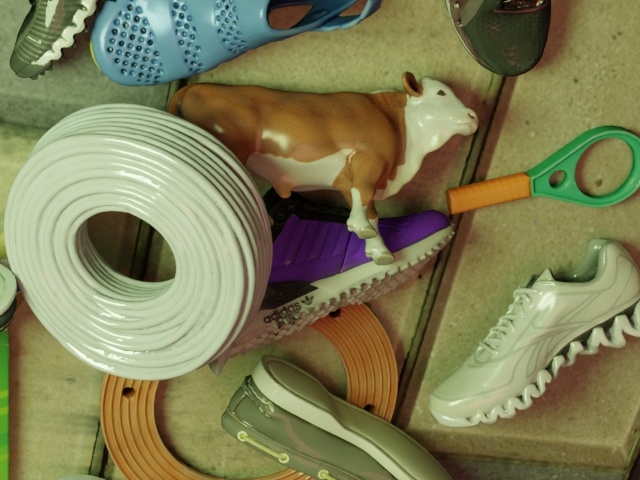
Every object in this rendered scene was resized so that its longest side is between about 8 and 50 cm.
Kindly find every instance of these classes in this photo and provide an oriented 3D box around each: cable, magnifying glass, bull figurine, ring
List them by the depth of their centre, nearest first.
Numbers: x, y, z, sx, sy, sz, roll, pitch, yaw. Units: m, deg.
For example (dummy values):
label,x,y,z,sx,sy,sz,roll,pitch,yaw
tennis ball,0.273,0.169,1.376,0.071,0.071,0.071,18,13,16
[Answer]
label,x,y,z,sx,sy,sz,roll,pitch,yaw
cable,-0.171,0.005,1.213,0.257,0.089,0.257,30,122,1
bull figurine,0.003,-0.082,1.303,0.310,0.188,0.101,2,154,-7
magnifying glass,0.250,-0.066,1.440,0.231,0.026,0.092,-12,118,-7
ring,-0.078,0.173,1.474,0.336,0.032,0.336,-6,118,-11

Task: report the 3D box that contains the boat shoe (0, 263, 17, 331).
label,x,y,z,sx,sy,sz,roll,pitch,yaw
boat shoe,-0.419,0.071,1.263,0.302,0.114,0.091,3,129,19

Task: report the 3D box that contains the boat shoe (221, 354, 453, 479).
label,x,y,z,sx,sy,sz,roll,pitch,yaw
boat shoe,0.030,0.239,1.457,0.305,0.109,0.091,35,104,-20

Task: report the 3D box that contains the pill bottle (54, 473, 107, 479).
label,x,y,z,sx,sy,sz,roll,pitch,yaw
pill bottle,-0.287,0.389,1.467,0.136,0.136,0.246,13,112,-19

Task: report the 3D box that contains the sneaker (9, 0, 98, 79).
label,x,y,z,sx,sy,sz,roll,pitch,yaw
sneaker,-0.236,-0.261,1.198,0.106,0.078,0.234,30,102,-22

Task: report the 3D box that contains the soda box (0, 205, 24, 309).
label,x,y,z,sx,sy,sz,roll,pitch,yaw
soda box,-0.298,0.002,1.316,0.058,0.061,0.181,31,105,-24

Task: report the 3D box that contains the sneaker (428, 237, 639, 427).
label,x,y,z,sx,sy,sz,roll,pitch,yaw
sneaker,0.238,0.103,1.484,0.292,0.110,0.118,-32,111,-6

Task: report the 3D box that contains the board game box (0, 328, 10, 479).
label,x,y,z,sx,sy,sz,roll,pitch,yaw
board game box,-0.394,0.197,1.404,0.124,0.039,0.259,0,118,-14

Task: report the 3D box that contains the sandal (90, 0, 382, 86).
label,x,y,z,sx,sy,sz,roll,pitch,yaw
sandal,-0.064,-0.227,1.221,0.317,0.138,0.126,-24,121,0

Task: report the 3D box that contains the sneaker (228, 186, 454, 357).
label,x,y,z,sx,sy,sz,roll,pitch,yaw
sneaker,0.000,0.000,1.365,0.293,0.102,0.146,-23,76,-26

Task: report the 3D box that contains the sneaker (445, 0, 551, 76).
label,x,y,z,sx,sy,sz,roll,pitch,yaw
sneaker,0.181,-0.267,1.245,0.106,0.162,0.281,-17,118,-6
